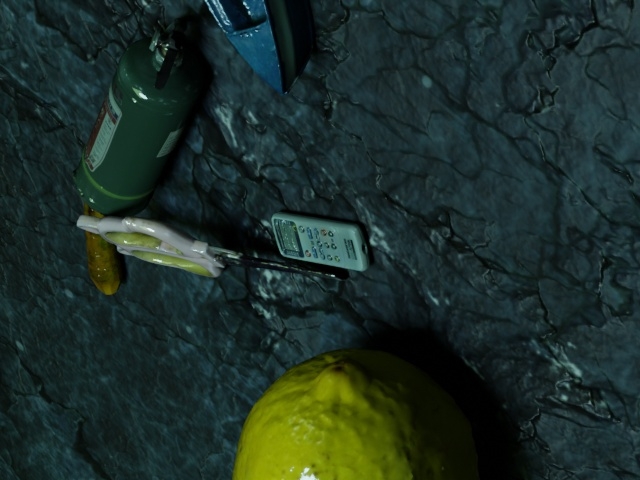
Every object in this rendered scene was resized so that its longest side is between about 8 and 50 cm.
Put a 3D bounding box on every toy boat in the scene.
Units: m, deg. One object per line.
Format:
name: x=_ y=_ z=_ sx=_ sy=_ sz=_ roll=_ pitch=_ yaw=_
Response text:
toy boat: x=-0.080 y=-0.275 z=1.425 sx=0.096 sy=0.061 sz=0.299 roll=-9 pitch=111 yaw=50

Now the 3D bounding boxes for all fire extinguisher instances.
fire extinguisher: x=-0.181 y=-0.139 z=1.623 sx=0.093 sy=0.118 sz=0.294 roll=19 pitch=143 yaw=-11

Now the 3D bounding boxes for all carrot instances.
carrot: x=-0.258 y=-0.011 z=1.857 sx=0.042 sy=0.042 sz=0.171 roll=28 pitch=134 yaw=31

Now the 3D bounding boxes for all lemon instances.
lemon: x=0.035 y=0.244 z=1.554 sx=0.260 sy=0.260 sz=0.284 roll=29 pitch=115 yaw=30

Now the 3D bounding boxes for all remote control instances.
remote control: x=0.000 y=0.000 z=1.591 sx=0.124 sy=0.018 sz=0.053 roll=11 pitch=125 yaw=43

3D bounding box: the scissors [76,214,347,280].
scissors: x=-0.110 y=0.015 z=1.677 sx=0.317 sy=0.024 sz=0.160 roll=10 pitch=164 yaw=29
